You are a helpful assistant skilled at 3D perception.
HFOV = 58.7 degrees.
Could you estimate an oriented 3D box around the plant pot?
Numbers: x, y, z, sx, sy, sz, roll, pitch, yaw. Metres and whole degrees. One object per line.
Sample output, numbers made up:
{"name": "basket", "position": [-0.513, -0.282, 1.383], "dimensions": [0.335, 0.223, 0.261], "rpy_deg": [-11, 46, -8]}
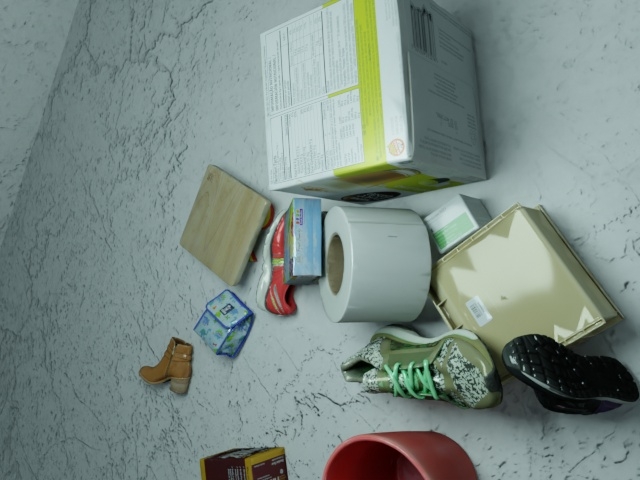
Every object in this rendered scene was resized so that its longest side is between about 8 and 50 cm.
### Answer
{"name": "plant pot", "position": [0.177, 0.503, 1.136], "dimensions": [0.275, 0.243, 0.275], "rpy_deg": [-3, 86, 38]}

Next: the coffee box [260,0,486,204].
{"name": "coffee box", "position": [0.110, -0.273, 1.182], "dimensions": [0.334, 0.337, 0.338], "rpy_deg": [-9, 82, 38]}

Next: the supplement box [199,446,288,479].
{"name": "supplement box", "position": [-0.194, 0.650, 1.482], "dimensions": [0.194, 0.129, 0.191], "rpy_deg": [-16, 77, 36]}

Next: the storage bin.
{"name": "storage bin", "position": [0.371, 0.107, 1.092], "dimensions": [0.260, 0.123, 0.262], "rpy_deg": [-42, 64, 29]}

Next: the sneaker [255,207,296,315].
{"name": "sneaker", "position": [-0.082, 0.058, 1.475], "dimensions": [0.118, 0.107, 0.279], "rpy_deg": [11, 96, 19]}

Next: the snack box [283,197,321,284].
{"name": "snack box", "position": [-0.045, 0.009, 1.322], "dimensions": [0.207, 0.070, 0.174], "rpy_deg": [128, 143, -77]}

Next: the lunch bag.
{"name": "lunch bag", "position": [-0.264, 0.229, 1.594], "dimensions": [0.129, 0.096, 0.151], "rpy_deg": [36, 94, 36]}

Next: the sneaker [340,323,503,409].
{"name": "sneaker", "position": [0.178, 0.269, 1.113], "dimensions": [0.410, 0.182, 0.158], "rpy_deg": [-13, 96, 63]}

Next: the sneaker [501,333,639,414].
{"name": "sneaker", "position": [0.400, 0.250, 0.968], "dimensions": [0.124, 0.283, 0.107], "rpy_deg": [-50, 30, 39]}

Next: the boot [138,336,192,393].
{"name": "boot", "position": [-0.471, 0.370, 1.753], "dimensions": [0.197, 0.073, 0.152], "rpy_deg": [11, 95, 25]}

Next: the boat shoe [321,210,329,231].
{"name": "boat shoe", "position": [0.000, 0.000, 1.428], "dimensions": [0.056, 0.049, 0.152], "rpy_deg": [5, 90, 38]}

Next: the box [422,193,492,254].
{"name": "box", "position": [0.289, -0.031, 1.176], "dimensions": [0.101, 0.102, 0.087], "rpy_deg": [-39, 63, 30]}

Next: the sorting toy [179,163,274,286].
{"name": "sorting toy", "position": [-0.250, -0.043, 1.598], "dimensions": [0.255, 0.089, 0.257], "rpy_deg": [33, 106, 34]}

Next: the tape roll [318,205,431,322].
{"name": "tape roll", "position": [0.106, 0.051, 1.202], "dimensions": [0.246, 0.169, 0.246], "rpy_deg": [-178, 90, -74]}
